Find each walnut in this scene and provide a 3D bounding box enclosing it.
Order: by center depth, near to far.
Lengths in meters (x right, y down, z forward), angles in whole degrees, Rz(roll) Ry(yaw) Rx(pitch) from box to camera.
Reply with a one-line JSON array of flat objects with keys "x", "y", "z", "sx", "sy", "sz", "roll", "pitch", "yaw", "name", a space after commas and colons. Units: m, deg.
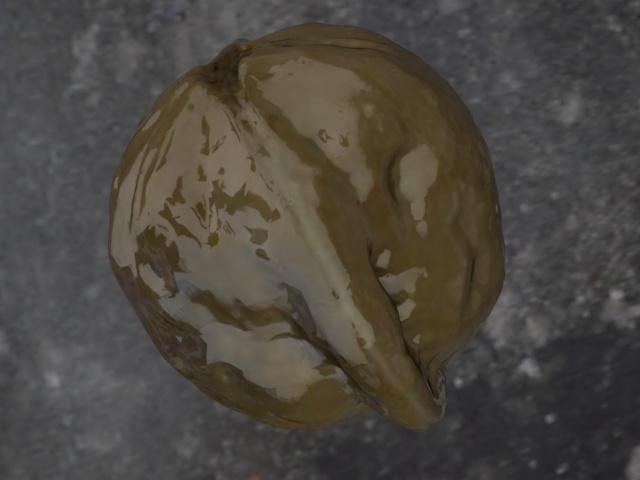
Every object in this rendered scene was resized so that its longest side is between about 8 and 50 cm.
[{"x": -0.013, "y": -0.007, "z": 1.628, "sx": 0.383, "sy": 0.383, "sz": 0.383, "roll": 13, "pitch": 109, "yaw": 42, "name": "walnut"}]
